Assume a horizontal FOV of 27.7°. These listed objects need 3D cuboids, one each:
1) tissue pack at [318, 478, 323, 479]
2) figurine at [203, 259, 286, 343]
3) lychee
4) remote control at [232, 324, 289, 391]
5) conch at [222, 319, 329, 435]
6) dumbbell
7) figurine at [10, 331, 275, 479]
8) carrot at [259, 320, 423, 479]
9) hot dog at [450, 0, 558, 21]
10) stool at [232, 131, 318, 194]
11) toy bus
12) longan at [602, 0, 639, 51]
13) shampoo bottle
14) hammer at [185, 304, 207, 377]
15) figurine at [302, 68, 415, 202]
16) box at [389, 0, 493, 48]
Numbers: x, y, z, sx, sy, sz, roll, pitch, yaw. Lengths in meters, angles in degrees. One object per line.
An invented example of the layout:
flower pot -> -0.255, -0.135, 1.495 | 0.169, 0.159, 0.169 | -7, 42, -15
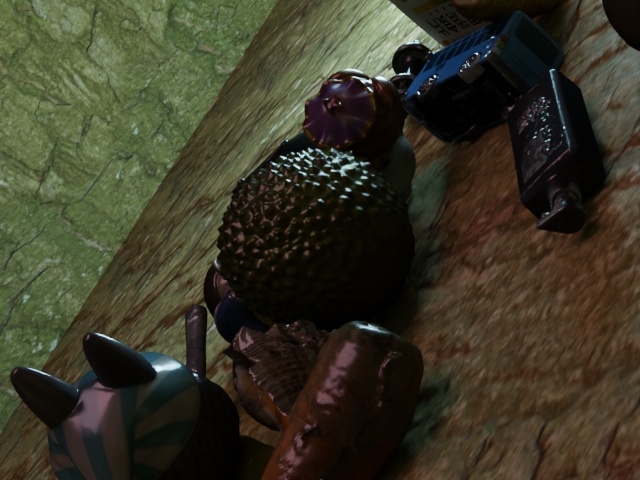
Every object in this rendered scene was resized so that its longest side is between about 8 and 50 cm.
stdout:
tissue pack -> 0.035, 0.319, 1.277 | 0.065, 0.115, 0.155 | -49, 18, 8
figurine -> -0.107, 0.086, 2.112 | 0.158, 0.161, 0.275 | -29, 17, -4
lychee -> -0.003, 0.001, 1.777 | 0.270, 0.270, 0.320 | -41, 3, 35
remote control -> -0.062, 0.157, 1.850 | 0.028, 0.059, 0.212 | 3, 17, 29
conch -> -0.039, 0.191, 1.671 | 0.163, 0.178, 0.245 | -58, 33, 13
dumbbell -> 0.156, -0.283, 2.273 | 0.081, 0.081, 0.254 | -42, 19, 33
figurine -> -0.283, 0.294, 1.656 | 0.266, 0.378, 0.361 | -15, 43, 42
carrot -> 0.013, 0.236, 1.489 | 0.302, 0.139, 0.139 | -58, 16, 1
hot dog -> 0.274, -0.355, 1.915 | 0.083, 0.068, 0.289 | 8, 11, 31
stool -> -0.028, -0.086, 2.142 | 0.232, 0.141, 0.232 | -38, -7, -6
toy bus -> 0.234, -0.236, 1.903 | 0.234, 0.116, 0.133 | -18, 37, 59
longan -> 0.405, -0.295, 1.439 | 0.198, 0.198, 0.212 | -38, 26, 40
shampoo bottle -> 0.284, -0.099, 1.561 | 0.098, 0.071, 0.309 | -42, 21, 24
hammer -> -0.197, 0.265, 1.981 | 0.152, 0.044, 0.427 | -42, 35, 27
figurine -> 0.061, -0.146, 1.924 | 0.142, 0.263, 0.189 | 16, 64, 25
box -> 0.255, -0.452, 2.190 | 0.145, 0.173, 0.333 | -58, 17, -13
